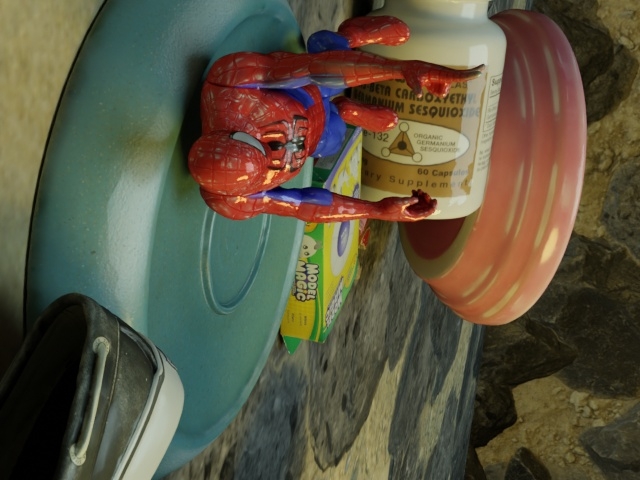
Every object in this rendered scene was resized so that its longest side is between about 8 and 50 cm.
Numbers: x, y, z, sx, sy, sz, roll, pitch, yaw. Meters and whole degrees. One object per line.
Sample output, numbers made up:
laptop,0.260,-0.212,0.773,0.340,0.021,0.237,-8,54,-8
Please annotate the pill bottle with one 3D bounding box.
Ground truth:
pill bottle,0.093,-0.145,0.876,0.131,0.131,0.229,-46,144,-65

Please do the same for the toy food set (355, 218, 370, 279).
toy food set,0.035,0.003,0.985,0.122,0.019,0.077,8,93,-75

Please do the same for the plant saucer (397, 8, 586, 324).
plant saucer,0.159,-0.079,1.049,0.332,0.084,0.332,-175,-90,-75

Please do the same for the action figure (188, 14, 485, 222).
action figure,0.028,-0.065,0.527,0.280,0.139,0.091,-41,139,-63

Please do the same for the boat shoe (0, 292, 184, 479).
boat shoe,-0.126,0.124,0.373,0.070,0.078,0.219,55,47,-50

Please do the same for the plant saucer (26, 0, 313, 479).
plant saucer,-0.061,-0.011,0.569,0.317,0.044,0.317,10,90,-76

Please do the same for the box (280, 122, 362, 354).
box,0.000,0.000,0.807,0.105,0.043,0.179,-62,160,-50
